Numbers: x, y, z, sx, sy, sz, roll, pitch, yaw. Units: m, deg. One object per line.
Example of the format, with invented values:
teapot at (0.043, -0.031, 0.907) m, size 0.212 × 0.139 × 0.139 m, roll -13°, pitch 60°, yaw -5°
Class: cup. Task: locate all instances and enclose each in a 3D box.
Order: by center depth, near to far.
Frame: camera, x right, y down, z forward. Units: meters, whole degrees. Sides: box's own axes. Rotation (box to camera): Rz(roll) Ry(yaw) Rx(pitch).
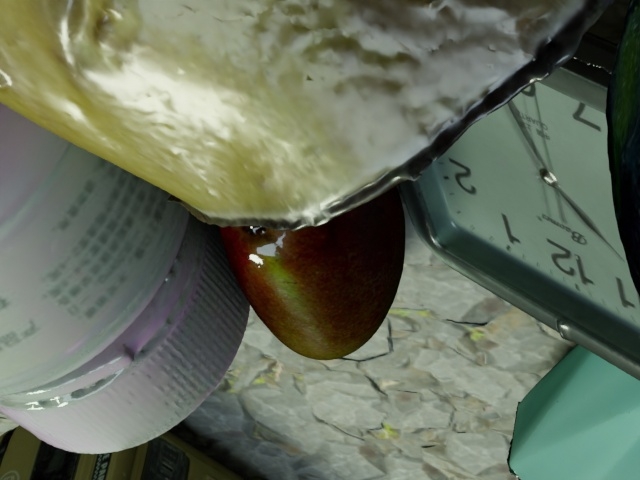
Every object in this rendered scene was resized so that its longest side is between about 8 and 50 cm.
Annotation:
cup at (0.229, 0.112, 1.189) m, size 0.134 × 0.148 × 0.236 m, roll 49°, pitch 141°, yaw 9°

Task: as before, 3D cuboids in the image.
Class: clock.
clock at (0.134, -0.039, 1.008) m, size 0.273 × 0.049 × 0.279 m, roll 33°, pitch 157°, yaw 39°

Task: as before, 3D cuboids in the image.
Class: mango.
mango at (0.000, 0.000, 1.126) m, size 0.111 × 0.133 × 0.267 m, roll 2°, pitch 159°, yaw 11°

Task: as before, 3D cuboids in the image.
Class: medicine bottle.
medicine bottle at (-0.195, -0.014, 1.083) m, size 0.241 × 0.241 × 0.302 m, roll -6°, pitch 146°, yaw 25°

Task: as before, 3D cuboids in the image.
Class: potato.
potato at (-0.049, -0.194, 0.780) m, size 0.296 × 0.290 × 0.397 m, roll 39°, pitch 137°, yaw -25°

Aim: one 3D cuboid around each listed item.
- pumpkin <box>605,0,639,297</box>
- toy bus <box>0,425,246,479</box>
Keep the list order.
pumpkin at (0.293, -0.041, 0.663) m, size 0.363 × 0.266 × 0.363 m, roll 3°, pitch 143°, yaw 3°
toy bus at (-0.125, 0.290, 1.502) m, size 0.202 × 0.177 × 0.365 m, roll -28°, pitch 129°, yaw 37°
